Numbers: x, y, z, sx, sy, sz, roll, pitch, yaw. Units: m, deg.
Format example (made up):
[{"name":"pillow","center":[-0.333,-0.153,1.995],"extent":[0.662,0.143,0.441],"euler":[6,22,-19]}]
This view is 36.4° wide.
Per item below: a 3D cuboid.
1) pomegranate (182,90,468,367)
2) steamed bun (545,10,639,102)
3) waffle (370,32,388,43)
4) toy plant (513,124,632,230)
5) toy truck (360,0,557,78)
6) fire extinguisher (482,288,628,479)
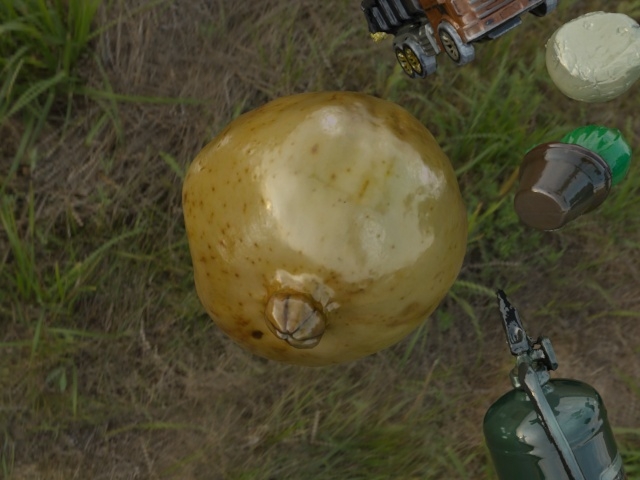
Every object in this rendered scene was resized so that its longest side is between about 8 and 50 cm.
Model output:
[{"name":"pomegranate","center":[0.000,0.000,1.256],"extent":[0.410,0.410,0.410],"euler":[7,63,-14]},{"name":"steamed bun","center":[0.363,-0.234,1.284],"extent":[0.130,0.091,0.112],"euler":[-17,67,-1]},{"name":"waffle","center":[0.099,-0.342,1.463],"extent":[0.016,0.085,0.078],"euler":[15,44,-30]},{"name":"toy plant","center":[0.319,-0.090,1.254],"extent":[0.200,0.143,0.105],"euler":[-43,120,-39]},{"name":"toy truck","center":[0.093,-0.181,0.724],"extent":[0.083,0.192,0.092],"euler":[-31,99,-7]},{"name":"fire extinguisher","center":[0.180,0.180,0.703],"extent":[0.093,0.118,0.294],"euler":[-18,101,9]}]
